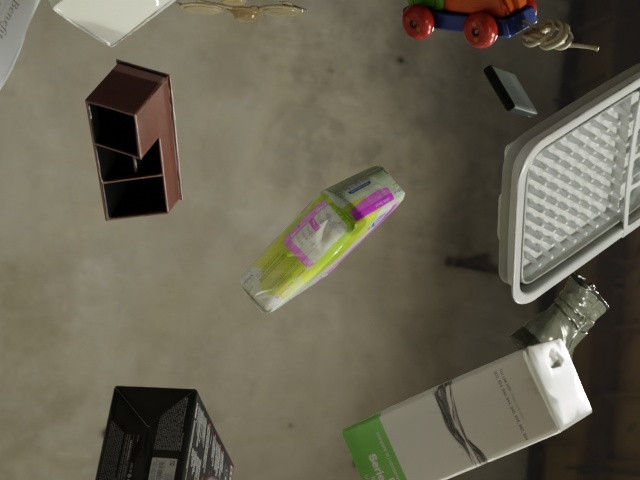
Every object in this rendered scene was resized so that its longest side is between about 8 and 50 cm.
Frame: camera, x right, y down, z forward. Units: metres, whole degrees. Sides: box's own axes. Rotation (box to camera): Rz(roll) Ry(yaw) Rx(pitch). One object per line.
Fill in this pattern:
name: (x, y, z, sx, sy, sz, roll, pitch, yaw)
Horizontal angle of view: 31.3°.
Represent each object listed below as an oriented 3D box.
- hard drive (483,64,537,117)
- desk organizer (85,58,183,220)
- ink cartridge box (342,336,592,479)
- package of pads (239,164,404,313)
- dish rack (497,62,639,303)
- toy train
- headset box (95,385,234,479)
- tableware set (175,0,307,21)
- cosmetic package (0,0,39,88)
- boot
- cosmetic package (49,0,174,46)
hard drive: (0.354, -0.277, 2.137, 0.022, 0.135, 0.094, -34, -104, 24)
desk organizer: (-0.142, -0.069, 0.882, 0.130, 0.047, 0.050, 91, 23, -47)
ink cartridge box: (0.197, 0.237, 1.507, 0.273, 0.198, 0.114, -27, -101, 22)
package of pads: (0.000, 0.000, 2.174, 0.101, 0.229, 0.296, 49, -56, 7)
dish rack: (0.362, -0.091, 1.593, 0.072, 0.333, 0.285, 36, -35, 37)
toy train: (0.203, -0.297, 1.284, 0.248, 0.105, 0.143, 16, -54, 38)
headset box: (-0.194, 0.343, 1.451, 0.293, 0.110, 0.218, 77, 17, -59)
tableware set: (-0.115, -0.339, 1.650, 0.169, 0.141, 0.020, 3, -91, 48)
cosmetic package: (-0.595, -0.318, 1.349, 0.327, 0.394, 0.329, 24, -91, 28)
boot: (0.415, 0.159, 1.873, 0.161, 0.246, 0.083, -44, -127, -2)
cosmetic package: (-0.340, -0.439, 1.609, 0.129, 0.153, 0.296, -35, -115, 12)
